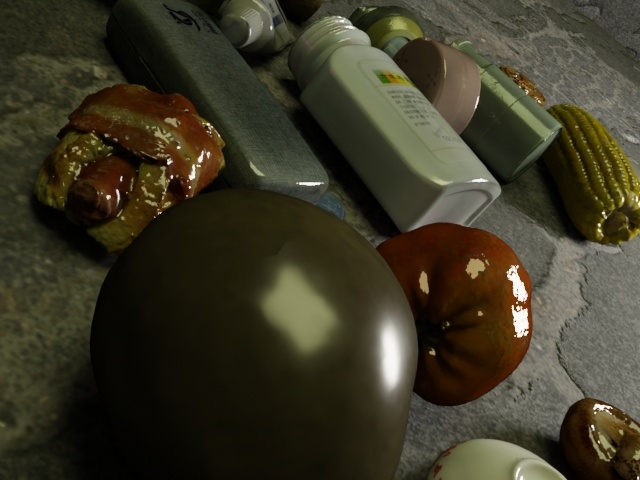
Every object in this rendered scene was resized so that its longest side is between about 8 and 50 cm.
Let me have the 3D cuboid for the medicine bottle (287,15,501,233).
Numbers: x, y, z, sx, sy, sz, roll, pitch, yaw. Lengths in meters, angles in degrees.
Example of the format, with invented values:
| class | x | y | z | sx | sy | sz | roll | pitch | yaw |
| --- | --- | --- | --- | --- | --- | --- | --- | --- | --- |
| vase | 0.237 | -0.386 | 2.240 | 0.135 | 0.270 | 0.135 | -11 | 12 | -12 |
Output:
| class | x | y | z | sx | sy | sz | roll | pitch | yaw |
| --- | --- | --- | --- | --- | --- | --- | --- | --- | --- |
| medicine bottle | 0.083 | -0.153 | 1.097 | 0.179 | 0.124 | 0.324 | -3 | 52 | -50 |

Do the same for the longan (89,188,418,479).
| class | x | y | z | sx | sy | sz | roll | pitch | yaw |
| --- | --- | --- | --- | --- | --- | --- | --- | --- | --- |
| longan | -0.036 | 0.084 | 0.573 | 0.248 | 0.248 | 0.248 | 27 | 33 | -19 |

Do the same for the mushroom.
| class | x | y | z | sx | sy | sz | roll | pitch | yaw |
| --- | --- | --- | --- | --- | --- | --- | --- | --- | --- |
| mushroom | 0.311 | 0.220 | 0.877 | 0.127 | 0.087 | 0.127 | 25 | 38 | -21 |

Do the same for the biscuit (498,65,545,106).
| class | x | y | z | sx | sy | sz | roll | pitch | yaw |
| --- | --- | --- | --- | --- | --- | --- | --- | --- | --- |
| biscuit | 0.421 | -0.319 | 1.757 | 0.124 | 0.026 | 0.175 | 38 | 31 | 0 |

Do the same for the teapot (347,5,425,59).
| class | x | y | z | sx | sy | sz | roll | pitch | yaw |
| --- | --- | --- | --- | --- | --- | --- | --- | --- | --- |
| teapot | 0.105 | -0.298 | 1.328 | 0.165 | 0.130 | 0.119 | 57 | 0 | -36 |

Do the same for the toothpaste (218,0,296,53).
| class | x | y | z | sx | sy | sz | roll | pitch | yaw |
| --- | --- | --- | --- | --- | --- | --- | --- | --- | --- |
| toothpaste | -0.085 | -0.305 | 1.136 | 0.068 | 0.099 | 0.282 | 7 | 22 | 5 |

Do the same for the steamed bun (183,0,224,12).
| class | x | y | z | sx | sy | sz | roll | pitch | yaw |
| --- | --- | --- | --- | --- | --- | --- | --- | --- | --- |
| steamed bun | -0.217 | -0.433 | 1.071 | 0.289 | 0.203 | 0.276 | 34 | 31 | -9 |

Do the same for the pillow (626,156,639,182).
| class | x | y | z | sx | sy | sz | roll | pitch | yaw |
| --- | --- | --- | --- | --- | --- | --- | --- | --- | --- |
| pillow | 0.658 | -0.114 | 1.706 | 0.255 | 0.059 | 0.169 | 28 | 30 | -15 |

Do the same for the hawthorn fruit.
| class | x | y | z | sx | sy | sz | roll | pitch | yaw |
| --- | --- | --- | --- | --- | --- | --- | --- | --- | --- |
| hawthorn fruit | 0.123 | 0.063 | 0.807 | 0.189 | 0.189 | 0.189 | 27 | 33 | -19 |

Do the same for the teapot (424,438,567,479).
| class | x | y | z | sx | sy | sz | roll | pitch | yaw |
| --- | --- | --- | --- | --- | --- | --- | --- | --- | --- |
| teapot | 0.154 | 0.247 | 0.679 | 0.159 | 0.116 | 0.245 | 42 | 35 | -16 |

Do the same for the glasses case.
| class | x | y | z | sx | sy | sz | roll | pitch | yaw |
| --- | --- | --- | --- | --- | --- | --- | --- | --- | --- |
| glasses case | -0.120 | -0.154 | 0.932 | 0.131 | 0.074 | 0.323 | -3 | 49 | -50 |

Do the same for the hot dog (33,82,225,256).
| class | x | y | z | sx | sy | sz | roll | pitch | yaw |
| --- | --- | --- | --- | --- | --- | --- | --- | --- | --- |
| hot dog | -0.164 | -0.077 | 0.758 | 0.146 | 0.103 | 0.213 | 31 | 32 | -10 |

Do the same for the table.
| class | x | y | z | sx | sy | sz | roll | pitch | yaw |
| --- | --- | --- | --- | --- | --- | --- | --- | --- | --- |
| table | 0.272 | -0.212 | 1.366 | 0.220 | 0.126 | 0.126 | 46 | 32 | 14 |

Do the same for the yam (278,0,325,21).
| class | x | y | z | sx | sy | sz | roll | pitch | yaw |
| --- | --- | --- | --- | --- | --- | --- | --- | --- | --- |
| yam | -0.056 | -0.410 | 1.334 | 0.127 | 0.084 | 0.084 | 33 | 31 | -16 |

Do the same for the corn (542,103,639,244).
| class | x | y | z | sx | sy | sz | roll | pitch | yaw |
| --- | --- | --- | --- | --- | --- | --- | --- | --- | --- |
| corn | 0.465 | -0.128 | 1.459 | 0.131 | 0.131 | 0.344 | 24 | 33 | -22 |

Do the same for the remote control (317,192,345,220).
| class | x | y | z | sx | sy | sz | roll | pitch | yaw |
| --- | --- | --- | --- | --- | --- | --- | --- | --- | --- |
| remote control | 0.001 | -0.001 | 0.906 | 0.043 | 0.027 | 0.152 | 36 | 32 | -16 |

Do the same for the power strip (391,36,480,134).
| class | x | y | z | sx | sy | sz | roll | pitch | yaw |
| --- | --- | --- | --- | --- | --- | --- | --- | --- | --- |
| power strip | 0.157 | -0.214 | 1.229 | 0.078 | 0.154 | 0.154 | 12 | 40 | -34 |
